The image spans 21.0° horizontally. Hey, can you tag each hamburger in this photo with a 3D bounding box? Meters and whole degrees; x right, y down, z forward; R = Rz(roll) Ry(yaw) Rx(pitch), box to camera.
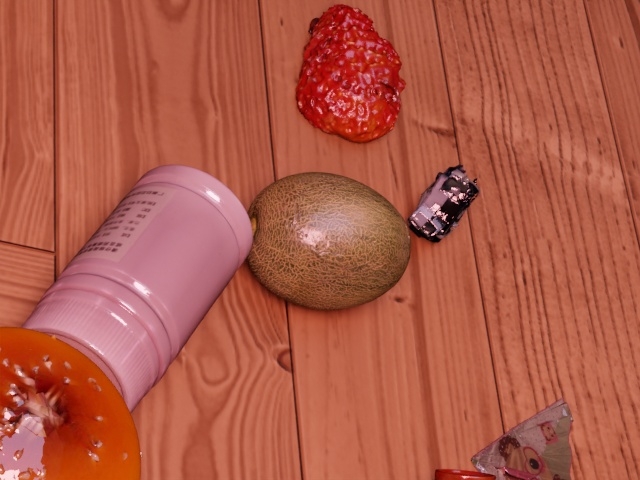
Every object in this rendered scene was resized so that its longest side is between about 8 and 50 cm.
[{"bbox_3d":[-0.251,0.183,1.405,0.246,0.170,0.246,18,48,-21],"label":"hamburger"}]

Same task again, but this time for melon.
[{"bbox_3d":[0.000,0.000,1.732,0.192,0.139,0.139,11,53,-25],"label":"melon"}]

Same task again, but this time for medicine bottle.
[{"bbox_3d":[-0.170,0.049,1.584,0.133,0.133,0.249,38,45,-5],"label":"medicine bottle"}]

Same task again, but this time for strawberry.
[{"bbox_3d":[0.034,-0.198,1.940,0.121,0.082,0.188,9,57,-25],"label":"strawberry"}]

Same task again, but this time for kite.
[{"bbox_3d":[0.265,0.263,1.809,0.250,0.012,0.229,23,49,-20],"label":"kite"}]

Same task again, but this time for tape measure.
[{"bbox_3d":[0.134,-0.038,1.882,0.054,0.091,0.094,39,12,3],"label":"tape measure"}]

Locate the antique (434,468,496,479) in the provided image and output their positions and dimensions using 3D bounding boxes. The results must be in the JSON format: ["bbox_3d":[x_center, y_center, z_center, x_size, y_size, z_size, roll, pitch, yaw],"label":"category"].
[{"bbox_3d":[0.135,0.271,1.654,0.104,0.104,0.104,18,50,-23],"label":"antique"}]
